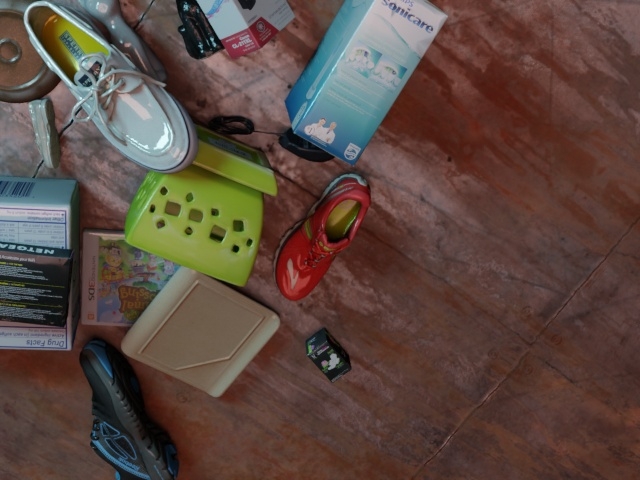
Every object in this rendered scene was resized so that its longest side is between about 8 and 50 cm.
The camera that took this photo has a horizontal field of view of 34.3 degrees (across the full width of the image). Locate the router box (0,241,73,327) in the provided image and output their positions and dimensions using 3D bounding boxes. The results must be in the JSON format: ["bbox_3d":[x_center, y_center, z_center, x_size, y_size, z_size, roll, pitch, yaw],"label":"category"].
[{"bbox_3d":[-0.522,0.074,1.789,0.178,0.046,0.133,7,110,-9],"label":"router box"}]

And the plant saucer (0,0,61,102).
[{"bbox_3d":[-0.536,-0.331,1.797,0.198,0.036,0.199,-2,112,-6],"label":"plant saucer"}]

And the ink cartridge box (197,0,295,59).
[{"bbox_3d":[-0.139,-0.415,1.747,0.072,0.127,0.175,-11,119,41],"label":"ink cartridge box"}]

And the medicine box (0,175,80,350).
[{"bbox_3d":[-0.574,0.042,1.876,0.263,0.149,0.290,2,111,-7],"label":"medicine box"}]

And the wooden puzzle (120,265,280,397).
[{"bbox_3d":[-0.230,0.175,2.005,0.238,0.044,0.221,33,105,-28],"label":"wooden puzzle"}]

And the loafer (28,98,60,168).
[{"bbox_3d":[-0.494,-0.190,1.856,0.039,0.045,0.125,0,105,12],"label":"loafer"}]

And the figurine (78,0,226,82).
[{"bbox_3d":[-0.291,-0.384,1.782,0.214,0.092,0.210,-27,104,6],"label":"figurine"}]

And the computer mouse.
[{"bbox_3d":[-0.086,-0.180,1.886,0.242,0.071,0.041,12,125,-8],"label":"computer mouse"}]

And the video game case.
[{"bbox_3d":[-0.347,0.076,1.980,0.212,0.023,0.194,3,111,-7],"label":"video game case"}]

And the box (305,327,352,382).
[{"bbox_3d":[0.015,0.227,2.054,0.052,0.062,0.083,-36,111,10],"label":"box"}]

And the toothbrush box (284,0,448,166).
[{"bbox_3d":[0.069,-0.306,1.772,0.126,0.216,0.296,27,105,-16],"label":"toothbrush box"}]

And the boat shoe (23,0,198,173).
[{"bbox_3d":[-0.348,-0.255,1.666,0.136,0.156,0.367,-42,79,8],"label":"boat shoe"}]

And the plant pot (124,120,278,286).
[{"bbox_3d":[-0.200,-0.077,1.834,0.228,0.227,0.207,22,102,-14],"label":"plant pot"}]

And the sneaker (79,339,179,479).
[{"bbox_3d":[-0.404,0.356,2.031,0.139,0.125,0.341,-20,110,7],"label":"sneaker"}]

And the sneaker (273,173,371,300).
[{"bbox_3d":[0.000,0.000,1.935,0.107,0.118,0.279,28,106,-14],"label":"sneaker"}]
